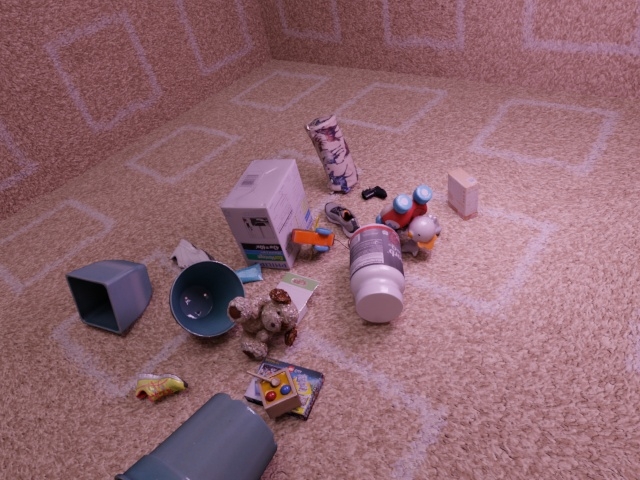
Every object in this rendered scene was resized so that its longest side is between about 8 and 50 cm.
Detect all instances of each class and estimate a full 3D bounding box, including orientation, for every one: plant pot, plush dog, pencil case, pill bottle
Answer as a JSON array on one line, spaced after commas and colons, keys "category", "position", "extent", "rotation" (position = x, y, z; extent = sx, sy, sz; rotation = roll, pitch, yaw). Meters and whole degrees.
[{"category": "plant pot", "position": [-0.470, 0.238, 1.787], "extent": [0.290, 0.290, 0.195], "rotation": [-44, 11, -30]}, {"category": "plush dog", "position": [-0.189, 0.282, 1.654], "extent": [0.225, 0.262, 0.211], "rotation": [-8, 23, 14]}, {"category": "pencil case", "position": [0.056, -0.438, 2.258], "extent": [0.183, 0.410, 0.160], "rotation": [-43, 37, -24]}, {"category": "pill bottle", "position": [0.218, 0.122, 1.732], "extent": [0.210, 0.210, 0.363], "rotation": [-7, 42, 9]}, {"category": "plant pot", "position": [-0.880, 0.212, 1.936], "extent": [0.247, 0.247, 0.252], "rotation": [8, 28, 24]}, {"category": "plant pot", "position": [-0.316, 0.634, 1.241], "extent": [0.341, 0.341, 0.334], "rotation": [16, 41, 30]}]

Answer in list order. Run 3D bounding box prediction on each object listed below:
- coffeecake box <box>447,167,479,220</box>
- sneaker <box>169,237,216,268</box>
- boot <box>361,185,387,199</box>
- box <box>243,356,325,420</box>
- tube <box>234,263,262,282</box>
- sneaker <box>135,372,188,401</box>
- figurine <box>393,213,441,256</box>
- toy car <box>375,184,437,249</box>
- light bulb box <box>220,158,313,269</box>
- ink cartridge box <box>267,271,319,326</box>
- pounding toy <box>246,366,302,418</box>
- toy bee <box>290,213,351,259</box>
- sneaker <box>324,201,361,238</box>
[{"category": "coffeecake box", "position": [0.636, -0.206, 2.000], "extent": [0.068, 0.185, 0.142], "rotation": [-22, 42, -9]}, {"category": "sneaker", "position": [-0.588, 0.098, 2.093], "extent": [0.297, 0.111, 0.129], "rotation": [21, 67, 39]}, {"category": "boot", "position": [0.267, -0.232, 2.243], "extent": [0.099, 0.045, 0.121], "rotation": [-22, 34, -12]}, {"category": "box", "position": [-0.122, 0.501, 1.527], "extent": [0.233, 0.044, 0.159], "rotation": [9, 46, 25]}, {"category": "tube", "position": [-0.362, 0.161, 1.976], "extent": [0.207, 0.052, 0.080], "rotation": [-13, 73, -2]}, {"category": "sneaker", "position": [-0.572, 0.534, 1.604], "extent": [0.208, 0.081, 0.094], "rotation": [-6, 48, 19]}, {"category": "figurine", "position": [0.389, -0.036, 1.967], "extent": [0.215, 0.092, 0.209], "rotation": [28, 63, 37]}, {"category": "toy car", "position": [0.380, -0.063, 1.831], "extent": [0.210, 0.219, 0.238], "rotation": [-24, 78, -23]}, {"category": "light bulb box", "position": [-0.222, -0.119, 2.014], "extent": [0.225, 0.361, 0.358], "rotation": [3, 43, 21]}, {"category": "ink cartridge box", "position": [-0.124, 0.244, 1.810], "extent": [0.171, 0.056, 0.235], "rotation": [14, 47, 29]}, {"category": "pounding toy", "position": [-0.151, 0.478, 1.449], "extent": [0.130, 0.100, 0.141], "rotation": [-22, 42, -8]}, {"category": "toy bee", "position": [0.000, 0.000, 1.999], "extent": [0.195, 0.298, 0.162], "rotation": [-60, 19, 0]}, {"category": "sneaker", "position": [0.105, -0.121, 2.118], "extent": [0.100, 0.108, 0.271], "rotation": [-30, 42, -15]}]
